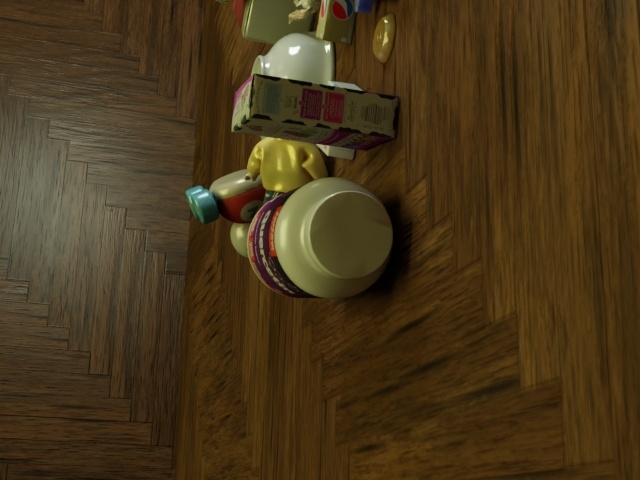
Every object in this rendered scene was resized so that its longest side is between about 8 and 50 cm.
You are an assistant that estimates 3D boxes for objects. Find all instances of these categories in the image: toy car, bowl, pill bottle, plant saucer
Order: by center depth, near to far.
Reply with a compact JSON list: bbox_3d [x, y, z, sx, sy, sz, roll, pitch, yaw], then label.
[{"bbox_3d":[0.000,0.000,1.486,0.323,0.181,0.181,167,108,-75],"label":"pill bottle"},{"bbox_3d":[0.102,-0.331,1.564,0.083,0.015,0.083,-174,90,-75],"label":"plant saucer"},{"bbox_3d":[-0.073,-0.302,1.982,0.298,0.134,0.298,-174,90,-75],"label":"bowl"},{"bbox_3d":[-0.154,-0.038,2.155,0.210,0.219,0.238,-154,42,-74],"label":"toy car"}]

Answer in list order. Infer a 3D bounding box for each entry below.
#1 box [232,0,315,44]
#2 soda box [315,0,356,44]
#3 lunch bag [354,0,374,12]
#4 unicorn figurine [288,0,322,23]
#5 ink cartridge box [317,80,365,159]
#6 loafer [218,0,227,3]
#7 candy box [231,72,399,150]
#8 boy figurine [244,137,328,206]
[{"bbox_3d":[-0.106,-0.536,2.167,0.232,0.148,0.127,-112,33,-59],"label":"box"},{"bbox_3d":[0.039,-0.459,1.770,0.061,0.058,0.181,-127,44,-69],"label":"soda box"},{"bbox_3d":[0.070,-0.527,1.590,0.221,0.138,0.293,-134,43,-68],"label":"lunch bag"},{"bbox_3d":[-0.003,-0.508,1.932,0.111,0.060,0.162,-1,68,67],"label":"unicorn figurine"},{"bbox_3d":[0.036,-0.213,1.691,0.088,0.052,0.122,-125,42,-68],"label":"ink cartridge box"},{"bbox_3d":[-0.222,-0.584,2.097,0.102,0.092,0.268,54,-178,-26],"label":"loafer"},{"bbox_3d":[-0.012,-0.199,1.512,0.159,0.233,0.071,172,104,-74],"label":"candy box"},{"bbox_3d":[-0.066,-0.139,1.839,0.092,0.177,0.285,-12,-77,-64],"label":"boy figurine"}]
